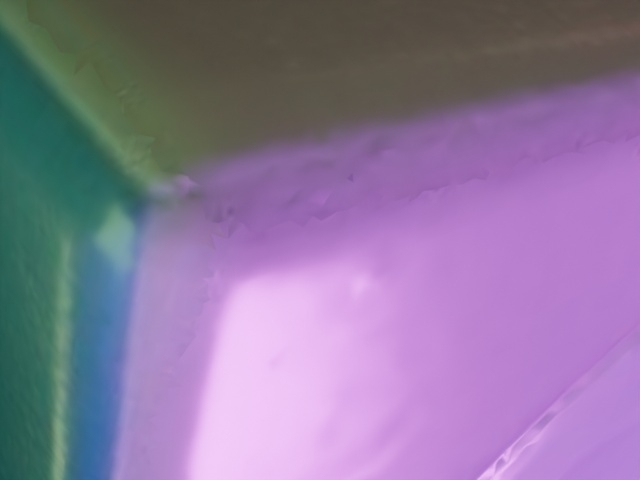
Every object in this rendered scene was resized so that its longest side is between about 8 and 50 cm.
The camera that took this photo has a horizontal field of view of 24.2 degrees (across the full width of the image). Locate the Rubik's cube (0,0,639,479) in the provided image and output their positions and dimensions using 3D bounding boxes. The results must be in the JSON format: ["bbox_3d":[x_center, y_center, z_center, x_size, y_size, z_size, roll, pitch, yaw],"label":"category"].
[{"bbox_3d":[0.000,0.000,0.559,0.347,0.352,0.351,46,137,41],"label":"Rubik's cube"}]
